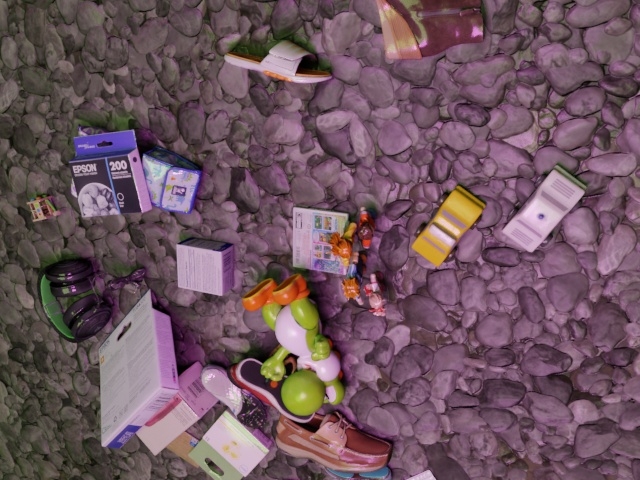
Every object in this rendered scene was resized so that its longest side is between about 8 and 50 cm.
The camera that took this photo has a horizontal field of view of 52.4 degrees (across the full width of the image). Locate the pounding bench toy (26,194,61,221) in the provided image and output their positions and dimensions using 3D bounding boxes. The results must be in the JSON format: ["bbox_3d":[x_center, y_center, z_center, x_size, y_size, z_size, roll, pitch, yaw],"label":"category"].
[{"bbox_3d":[-0.792,-0.098,1.878,0.083,0.052,0.065,-9,103,25],"label":"pounding bench toy"}]

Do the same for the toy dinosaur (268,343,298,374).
[{"bbox_3d":[-0.103,0.302,1.722,0.112,0.064,0.212,33,116,10],"label":"toy dinosaur"}]

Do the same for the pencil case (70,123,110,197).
[{"bbox_3d":[-0.617,-0.207,1.748,0.088,0.086,0.206,48,129,47],"label":"pencil case"}]

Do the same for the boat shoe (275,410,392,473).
[{"bbox_3d":[0.026,0.518,1.711,0.323,0.122,0.120,5,106,20],"label":"boat shoe"}]

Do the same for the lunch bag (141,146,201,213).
[{"bbox_3d":[-0.387,-0.150,1.673,0.151,0.096,0.129,23,117,5],"label":"lunch bag"}]

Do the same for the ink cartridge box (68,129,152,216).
[{"bbox_3d":[-0.543,-0.168,1.659,0.206,0.045,0.208,-3,105,25],"label":"ink cartridge box"}]

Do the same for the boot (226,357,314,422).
[{"bbox_3d":[-0.134,0.399,1.732,0.244,0.088,0.176,37,156,-8],"label":"boot"}]

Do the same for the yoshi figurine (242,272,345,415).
[{"bbox_3d":[-0.059,0.277,1.585,0.203,0.203,0.362,-27,106,-4],"label":"yoshi figurine"}]

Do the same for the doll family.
[{"bbox_3d":[0.080,0.056,1.493,0.118,0.163,0.263,-8,105,10],"label":"doll family"}]

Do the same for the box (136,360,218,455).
[{"bbox_3d":[-0.411,0.478,1.860,0.127,0.148,0.232,49,118,1],"label":"box"}]

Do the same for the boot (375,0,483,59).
[{"bbox_3d":[0.215,-0.502,1.325,0.206,0.090,0.249,-10,102,13],"label":"boot"}]

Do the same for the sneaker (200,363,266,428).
[{"bbox_3d":[-0.239,0.432,1.824,0.085,0.086,0.237,-43,101,3],"label":"sneaker"}]

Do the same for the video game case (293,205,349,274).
[{"bbox_3d":[0.000,0.000,1.603,0.143,0.019,0.157,8,109,20],"label":"video game case"}]

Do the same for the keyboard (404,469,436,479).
[{"bbox_3d":[0.211,0.691,1.750,0.256,0.014,0.072,-36,92,28],"label":"keyboard"}]

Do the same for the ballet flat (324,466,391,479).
[{"bbox_3d":[0.101,0.634,1.752,0.188,0.070,0.070,2,108,25],"label":"ballet flat"}]

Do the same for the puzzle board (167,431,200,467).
[{"bbox_3d":[-0.411,0.626,1.988,0.128,0.011,0.096,29,115,11],"label":"puzzle board"}]

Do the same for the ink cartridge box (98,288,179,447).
[{"bbox_3d":[-0.523,0.361,1.844,0.324,0.071,0.330,-45,43,29],"label":"ink cartridge box"}]

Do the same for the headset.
[{"bbox_3d":[-0.676,0.156,1.894,0.394,0.185,0.244,-19,96,42],"label":"headset"}]

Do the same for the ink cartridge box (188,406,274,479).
[{"bbox_3d":[-0.270,0.614,1.882,0.171,0.056,0.235,41,106,4],"label":"ink cartridge box"}]

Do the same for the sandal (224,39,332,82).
[{"bbox_3d":[-0.099,-0.412,1.458,0.265,0.102,0.076,18,116,18],"label":"sandal"}]

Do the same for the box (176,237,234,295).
[{"bbox_3d":[-0.304,0.067,1.720,0.137,0.072,0.126,9,111,19],"label":"box"}]

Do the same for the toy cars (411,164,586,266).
[{"bbox_3d":[0.369,-0.039,1.398,0.393,0.087,0.177,-11,103,25],"label":"toy cars"}]
